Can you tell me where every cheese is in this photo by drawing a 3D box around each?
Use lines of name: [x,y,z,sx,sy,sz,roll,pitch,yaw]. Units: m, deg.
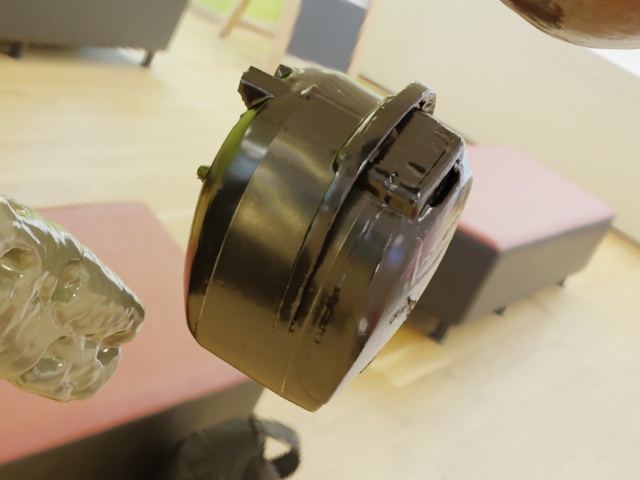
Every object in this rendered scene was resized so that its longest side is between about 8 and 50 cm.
cheese: [-0.119,0.018,0.444,0.043,0.065,0.194,37,-7,22]

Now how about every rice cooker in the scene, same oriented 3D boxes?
rice cooker: [0.000,0.000,0.523,0.106,0.165,0.112,26,47,15]

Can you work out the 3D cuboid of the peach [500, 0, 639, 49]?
peach: [0.106,-0.128,0.371,0.152,0.152,0.152,25,18,-9]
